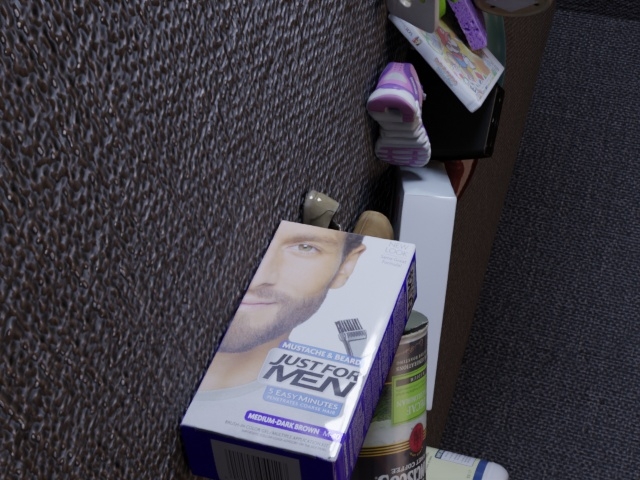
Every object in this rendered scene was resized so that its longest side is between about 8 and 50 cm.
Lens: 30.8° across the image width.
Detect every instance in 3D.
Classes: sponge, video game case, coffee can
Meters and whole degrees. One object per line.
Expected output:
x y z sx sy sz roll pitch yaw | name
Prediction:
0.224 -0.428 1.939 0.210 0.031 0.117 57 23 -34 | sponge
0.214 -0.327 1.935 0.026 0.206 0.227 -39 -174 30 | video game case
0.049 0.242 1.618 0.201 0.202 0.275 -33 124 -70 | coffee can

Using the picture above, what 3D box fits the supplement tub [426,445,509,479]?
0.131 0.449 1.918 0.235 0.325 0.235 12 90 -75 | supplement tub

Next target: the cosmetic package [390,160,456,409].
0.165 0.068 2.052 0.284 0.097 0.377 -93 -172 -75 | cosmetic package

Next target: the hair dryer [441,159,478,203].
0.283 -0.201 2.552 0.223 0.080 0.293 -34 131 -47 | hair dryer

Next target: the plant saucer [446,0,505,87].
0.297 -0.432 2.261 0.317 0.044 0.317 -6 90 -67 | plant saucer

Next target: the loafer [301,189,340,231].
0.000 0.000 1.613 0.056 0.050 0.148 -61 158 -49 | loafer

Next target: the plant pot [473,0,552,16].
0.329 -0.525 1.950 0.256 0.257 0.274 40 53 -74 | plant pot

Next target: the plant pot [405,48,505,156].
0.236 -0.229 2.106 0.188 0.167 0.187 -4 106 -76 | plant pot

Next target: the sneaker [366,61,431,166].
0.135 -0.206 1.899 0.236 0.095 0.104 72 25 -61 | sneaker

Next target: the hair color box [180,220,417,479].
-0.015 0.137 1.396 0.110 0.185 0.339 86 21 -44 | hair color box

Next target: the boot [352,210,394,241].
0.057 0.121 1.859 0.269 0.089 0.236 -63 161 -51 | boot

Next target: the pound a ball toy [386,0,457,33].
0.124 -0.443 1.646 0.208 0.136 0.319 -43 151 -22 | pound a ball toy
